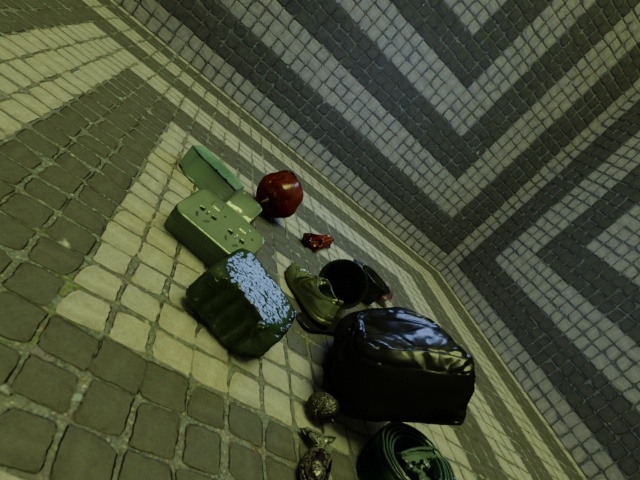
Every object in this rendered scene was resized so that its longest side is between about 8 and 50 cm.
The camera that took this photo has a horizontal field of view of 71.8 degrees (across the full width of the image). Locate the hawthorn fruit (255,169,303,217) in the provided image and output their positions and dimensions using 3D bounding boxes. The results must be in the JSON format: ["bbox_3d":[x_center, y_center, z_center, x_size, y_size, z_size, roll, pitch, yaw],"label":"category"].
[{"bbox_3d":[-0.168,-0.178,1.728,0.189,0.189,0.251,44,19,0],"label":"hawthorn fruit"}]

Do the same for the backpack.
[{"bbox_3d":[0.184,0.309,1.157,0.363,0.255,0.446,6,11,-3],"label":"backpack"}]

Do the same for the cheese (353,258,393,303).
[{"bbox_3d":[0.243,0.184,2.025,0.189,0.074,0.286,28,18,-47],"label":"cheese"}]

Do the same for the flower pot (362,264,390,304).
[{"bbox_3d":[0.199,0.192,1.832,0.157,0.107,0.157,42,13,-12],"label":"flower pot"}]

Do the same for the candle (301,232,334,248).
[{"bbox_3d":[0.000,0.000,1.922,0.084,0.059,0.301,56,17,10],"label":"candle"}]

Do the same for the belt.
[{"bbox_3d":[0.202,0.510,0.983,0.206,0.116,0.267,48,18,30],"label":"belt"}]

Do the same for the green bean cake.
[{"bbox_3d":[-0.168,0.144,1.000,0.227,0.125,0.222,46,13,0],"label":"green bean cake"}]

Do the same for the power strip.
[{"bbox_3d":[-0.276,-0.028,1.228,0.229,0.141,0.261,42,30,-5],"label":"power strip"}]

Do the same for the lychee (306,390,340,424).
[{"bbox_3d":[0.008,0.369,0.968,0.083,0.068,0.067,47,-26,23],"label":"lychee"}]

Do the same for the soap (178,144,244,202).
[{"bbox_3d":[-0.362,-0.216,1.512,0.230,0.091,0.145,42,16,-2],"label":"soap"}]

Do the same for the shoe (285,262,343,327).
[{"bbox_3d":[-0.021,0.149,1.390,0.103,0.098,0.275,31,14,-46],"label":"shoe"}]

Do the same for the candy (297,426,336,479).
[{"bbox_3d":[-0.015,0.416,0.806,0.094,0.051,0.226,41,16,0],"label":"candy"}]

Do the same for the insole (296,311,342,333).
[{"bbox_3d":[0.026,0.264,1.377,0.110,0.012,0.309,50,16,30],"label":"insole"}]

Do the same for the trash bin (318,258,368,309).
[{"bbox_3d":[0.083,0.153,1.573,0.175,0.175,0.161,46,3,7],"label":"trash bin"}]
